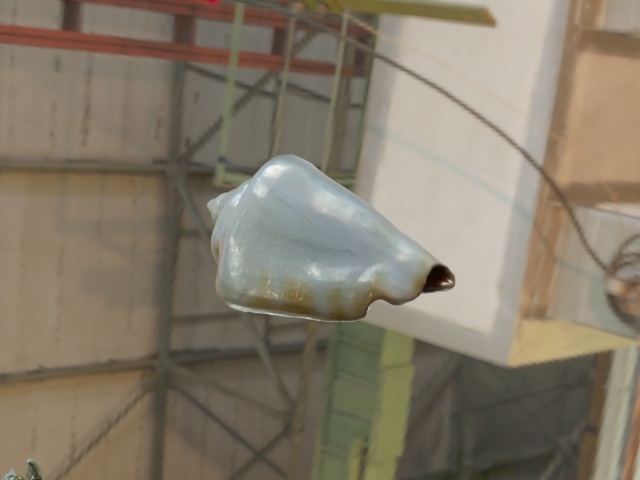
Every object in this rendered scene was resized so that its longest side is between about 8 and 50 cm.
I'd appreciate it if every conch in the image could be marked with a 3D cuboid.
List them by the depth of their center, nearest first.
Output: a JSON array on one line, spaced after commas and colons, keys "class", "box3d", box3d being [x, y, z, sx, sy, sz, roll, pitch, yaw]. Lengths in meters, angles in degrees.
[{"class": "conch", "box3d": [-0.005, 0.010, 0.819, 0.104, 0.176, 0.094, -14, -44, -61]}]

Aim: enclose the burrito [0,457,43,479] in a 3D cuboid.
[{"class": "burrito", "box3d": [-0.144, 0.283, 0.781, 0.175, 0.348, 0.107, -18, -39, -48]}]
